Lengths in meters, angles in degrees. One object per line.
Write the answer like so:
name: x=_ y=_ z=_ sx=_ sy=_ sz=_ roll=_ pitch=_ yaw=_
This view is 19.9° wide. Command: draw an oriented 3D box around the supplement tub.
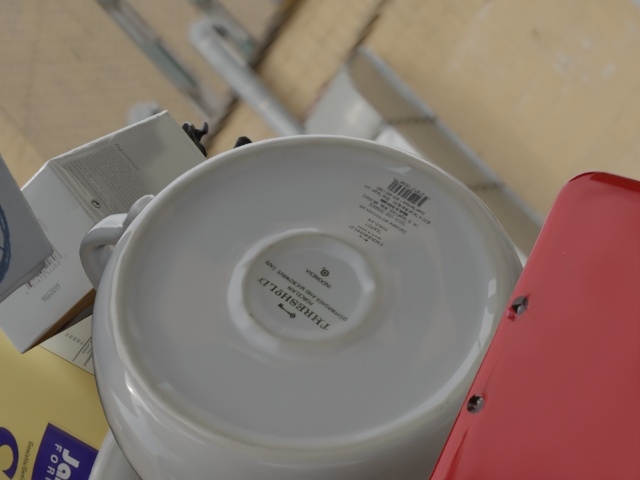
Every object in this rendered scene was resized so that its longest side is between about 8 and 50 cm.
supplement tub: x=-0.180 y=0.140 z=1.508 sx=0.241 sy=0.331 sz=0.241 roll=-47 pitch=-28 yaw=-36

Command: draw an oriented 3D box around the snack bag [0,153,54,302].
snack bag: x=-0.312 y=-0.038 z=1.009 sx=0.037 sy=0.323 sz=0.342 roll=-14 pitch=23 yaw=33

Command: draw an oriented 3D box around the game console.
game console: x=0.119 y=0.067 z=0.573 sx=0.124 sy=0.085 sz=0.144 roll=31 pitch=-103 yaw=-26

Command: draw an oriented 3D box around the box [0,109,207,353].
box: x=-0.166 y=-0.009 z=1.359 sx=0.130 sy=0.091 sz=0.170 roll=-41 pitch=-5 yaw=31

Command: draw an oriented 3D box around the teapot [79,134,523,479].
teapot: x=-0.006 y=0.077 z=1.004 sx=0.252 sy=0.256 sz=0.187 roll=-6 pitch=-37 yaw=-2

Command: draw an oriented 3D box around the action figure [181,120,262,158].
action figure: x=0.000 y=0.000 z=1.449 sx=0.164 sy=0.275 sz=0.141 roll=22 pitch=-92 yaw=-64
